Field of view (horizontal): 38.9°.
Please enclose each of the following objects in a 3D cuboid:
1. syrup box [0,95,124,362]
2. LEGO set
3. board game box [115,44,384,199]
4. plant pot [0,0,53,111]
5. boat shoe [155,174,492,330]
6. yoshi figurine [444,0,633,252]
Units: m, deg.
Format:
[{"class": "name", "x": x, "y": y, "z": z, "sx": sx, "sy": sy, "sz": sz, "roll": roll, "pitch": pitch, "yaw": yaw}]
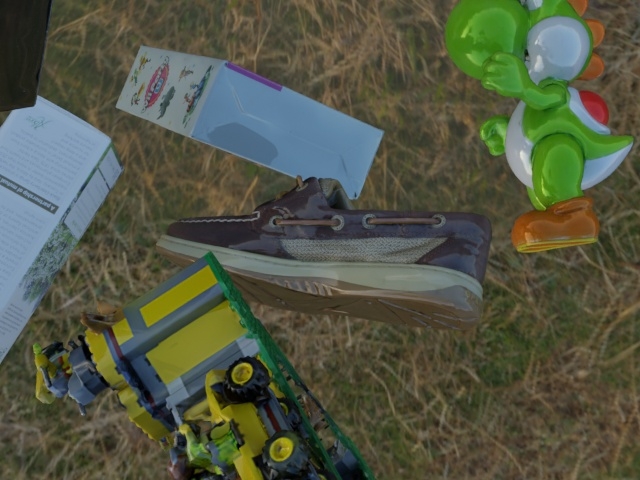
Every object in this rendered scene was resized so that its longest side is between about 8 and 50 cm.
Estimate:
[{"class": "syrup box", "x": -0.282, "y": -0.003, "z": 0.818, "sx": 0.096, "sy": 0.093, "sz": 0.237, "roll": 30, "pitch": 77, "yaw": 3}, {"class": "LEGO set", "x": -0.050, "y": 0.185, "z": 0.442, "sx": 0.192, "sy": 0.255, "sz": 0.331, "roll": -32, "pitch": 147, "yaw": -3}, {"class": "board game box", "x": -0.099, "y": -0.151, "z": 1.126, "sx": 0.224, "sy": 0.303, "sz": 0.097, "roll": 20, "pitch": 92, "yaw": -31}, {"class": "plant pot", "x": -0.225, "y": -0.145, "z": 0.369, "sx": 0.167, "sy": 0.188, "sz": 0.187, "roll": -20, "pitch": 88, "yaw": -21}, {"class": "boat shoe", "x": 0.000, "y": 0.000, "z": 0.884, "sx": 0.342, "sy": 0.123, "sz": 0.123, "roll": 6, "pitch": 160, "yaw": 29}, {"class": "yoshi figurine", "x": 0.247, "y": -0.167, "z": 1.147, "sx": 0.203, "sy": 0.203, "sz": 0.362, "roll": -1, "pitch": 85, "yaw": -39}]
